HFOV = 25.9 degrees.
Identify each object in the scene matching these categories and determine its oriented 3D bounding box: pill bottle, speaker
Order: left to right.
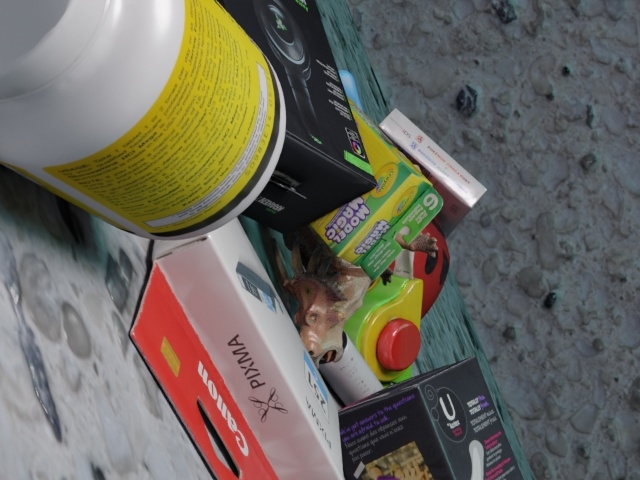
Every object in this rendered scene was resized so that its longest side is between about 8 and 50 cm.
[{"bbox_3d":[-0.158,-0.124,0.980,0.334,0.187,0.188,39,30,-70],"label":"pill bottle"},{"bbox_3d":[0.033,0.163,1.720,0.136,0.055,0.055,56,16,-47],"label":"speaker"}]

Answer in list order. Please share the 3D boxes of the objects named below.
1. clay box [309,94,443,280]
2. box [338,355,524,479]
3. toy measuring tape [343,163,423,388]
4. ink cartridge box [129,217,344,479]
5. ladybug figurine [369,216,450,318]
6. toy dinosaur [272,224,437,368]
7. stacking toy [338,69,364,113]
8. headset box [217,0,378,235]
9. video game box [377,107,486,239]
[{"bbox_3d":[0.029,-0.071,1.576,0.053,0.127,0.222,27,18,-52],"label":"clay box"},{"bbox_3d":[0.142,0.297,1.644,0.165,0.143,0.270,-14,82,-58],"label":"box"},{"bbox_3d":[0.074,0.065,1.805,0.121,0.121,0.330,-58,151,-77],"label":"toy measuring tape"},{"bbox_3d":[-0.066,0.124,1.278,0.261,0.066,0.296,-93,158,-64],"label":"ink cartridge box"},{"bbox_3d":[0.081,-0.016,2.030,0.449,0.161,0.305,41,28,-68],"label":"ladybug figurine"},{"bbox_3d":[0.000,0.000,1.688,0.296,0.200,0.127,57,-39,38],"label":"toy dinosaur"},{"bbox_3d":[-0.080,-0.231,1.766,0.302,0.165,0.175,60,-4,25],"label":"stacking toy"},{"bbox_3d":[-0.081,-0.163,1.490,0.246,0.131,0.283,27,41,-55],"label":"headset box"},{"bbox_3d":[0.154,-0.098,2.149,0.187,0.048,0.205,40,-15,3],"label":"video game box"}]
